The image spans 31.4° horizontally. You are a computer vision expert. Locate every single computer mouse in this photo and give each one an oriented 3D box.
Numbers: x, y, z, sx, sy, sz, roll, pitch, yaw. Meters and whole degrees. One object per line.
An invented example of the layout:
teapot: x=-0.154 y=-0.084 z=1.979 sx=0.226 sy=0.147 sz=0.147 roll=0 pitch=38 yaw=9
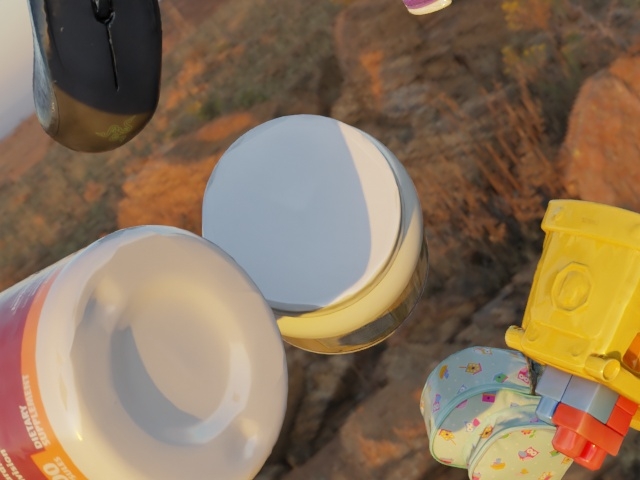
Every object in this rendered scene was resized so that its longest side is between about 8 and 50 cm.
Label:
computer mouse: x=-0.207 y=-0.183 z=1.023 sx=0.188 sy=0.272 sz=0.072 roll=-23 pitch=43 yaw=-23

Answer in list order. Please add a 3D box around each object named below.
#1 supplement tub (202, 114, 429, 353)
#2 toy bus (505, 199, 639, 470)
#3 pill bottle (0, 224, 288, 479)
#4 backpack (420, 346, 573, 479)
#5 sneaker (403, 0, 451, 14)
supplement tub: x=0.000 y=0.000 z=1.300 sx=0.241 sy=0.241 sz=0.331 roll=-38 pitch=-13 yaw=-1
toy bus: x=0.266 y=0.095 z=0.963 sx=0.149 sy=0.220 sz=0.212 roll=15 pitch=79 yaw=53
pill bottle: x=-0.233 y=0.146 z=0.988 sx=0.392 sy=0.224 sz=0.224 roll=-24 pitch=21 yaw=43
backpack: x=0.217 y=0.212 z=1.355 sx=0.144 sy=0.188 sz=0.166 roll=-88 pitch=16 yaw=-48
sneaker: x=0.126 y=-0.288 z=1.060 sx=0.170 sy=0.071 sz=0.068 roll=-51 pitch=27 yaw=27
